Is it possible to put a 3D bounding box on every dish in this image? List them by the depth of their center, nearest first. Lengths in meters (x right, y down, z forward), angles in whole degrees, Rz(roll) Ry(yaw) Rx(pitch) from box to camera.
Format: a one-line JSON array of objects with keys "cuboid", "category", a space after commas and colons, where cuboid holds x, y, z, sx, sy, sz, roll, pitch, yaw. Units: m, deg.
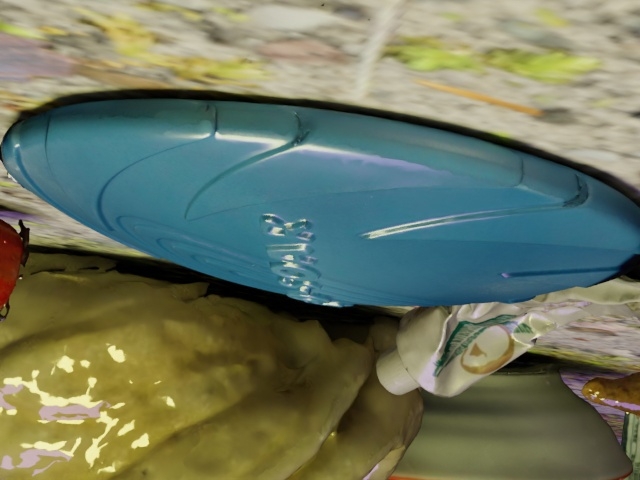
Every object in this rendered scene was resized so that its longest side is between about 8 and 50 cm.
[{"cuboid": [0.118, 0.135, 1.013, 0.260, 0.085, 0.260, 3, 179, 0], "category": "dish"}]

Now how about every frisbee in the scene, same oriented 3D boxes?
[{"cuboid": [0.000, 0.000, 0.474, 0.242, 0.045, 0.242, 8, 172, 1], "category": "frisbee"}]

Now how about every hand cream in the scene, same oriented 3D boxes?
[{"cuboid": [0.110, 0.040, 0.598, 0.084, 0.050, 0.257, 13, 161, -29], "category": "hand cream"}]

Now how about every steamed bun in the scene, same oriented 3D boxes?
[{"cuboid": [-0.125, 0.137, 0.866, 0.372, 0.230, 0.325, 9, 174, -14], "category": "steamed bun"}]

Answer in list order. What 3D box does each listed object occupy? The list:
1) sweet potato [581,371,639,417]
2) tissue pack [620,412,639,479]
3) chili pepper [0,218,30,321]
[{"cuboid": [0.230, 0.074, 0.588, 0.226, 0.068, 0.068, -1, 171, -2], "category": "sweet potato"}, {"cuboid": [0.364, 0.278, 1.156, 0.185, 0.257, 0.081, 12, 168, -13], "category": "tissue pack"}, {"cuboid": [-0.225, -0.008, 0.594, 0.088, 0.065, 0.169, -14, 157, 24], "category": "chili pepper"}]
